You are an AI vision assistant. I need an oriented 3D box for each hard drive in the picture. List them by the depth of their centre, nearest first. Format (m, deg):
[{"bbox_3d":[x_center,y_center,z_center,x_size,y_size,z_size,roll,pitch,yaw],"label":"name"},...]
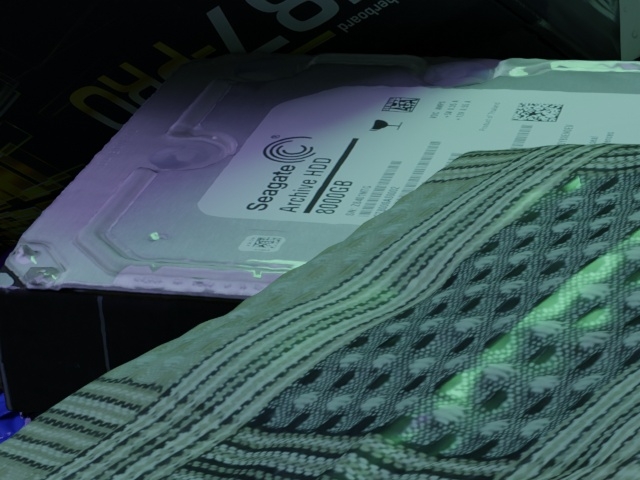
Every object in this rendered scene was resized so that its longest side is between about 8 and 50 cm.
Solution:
[{"bbox_3d":[0.073,-0.004,0.734,0.339,0.064,0.237,3,26,17],"label":"hard drive"}]

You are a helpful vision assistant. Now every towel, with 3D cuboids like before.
[{"bbox_3d":[0.009,0.051,0.453,0.324,0.056,0.312,-32,18,-24],"label":"towel"}]

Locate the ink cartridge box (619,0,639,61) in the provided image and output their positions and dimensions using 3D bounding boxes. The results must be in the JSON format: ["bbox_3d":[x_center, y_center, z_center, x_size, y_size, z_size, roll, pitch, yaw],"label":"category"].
[{"bbox_3d":[0.103,-0.238,1.154,0.395,0.285,0.166,-29,19,-23],"label":"ink cartridge box"}]

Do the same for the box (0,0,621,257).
[{"bbox_3d":[-0.106,-0.109,0.922,0.395,0.318,0.097,-24,51,38],"label":"box"}]

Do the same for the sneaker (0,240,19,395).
[{"bbox_3d":[-0.092,0.038,0.888,0.293,0.102,0.146,-10,9,39],"label":"sneaker"}]

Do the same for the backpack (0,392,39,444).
[{"bbox_3d":[-0.103,0.104,0.766,0.120,0.098,0.101,-20,22,10],"label":"backpack"}]
